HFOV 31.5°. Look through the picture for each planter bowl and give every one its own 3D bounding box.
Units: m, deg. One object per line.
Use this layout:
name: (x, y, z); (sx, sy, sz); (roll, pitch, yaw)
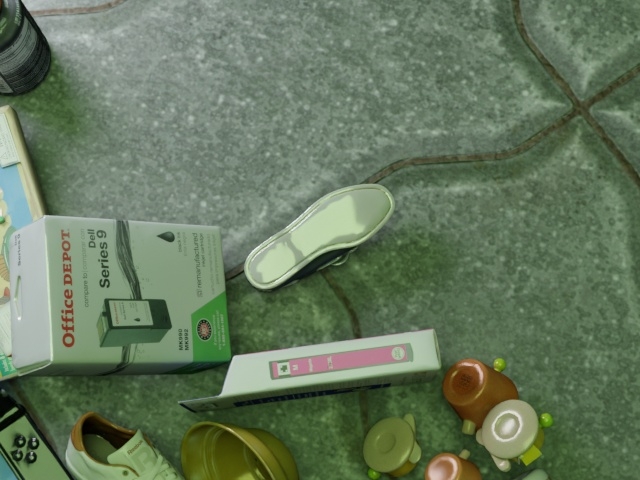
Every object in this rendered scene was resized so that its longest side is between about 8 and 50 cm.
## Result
planter bowl: (-0.096, 0.340, 1.639); (0.090, 0.217, 0.217); (-28, 76, -41)

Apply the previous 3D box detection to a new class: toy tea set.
toy tea set: (0.185, 0.321, 1.655); (0.336, 0.124, 0.200); (-38, 44, 11)

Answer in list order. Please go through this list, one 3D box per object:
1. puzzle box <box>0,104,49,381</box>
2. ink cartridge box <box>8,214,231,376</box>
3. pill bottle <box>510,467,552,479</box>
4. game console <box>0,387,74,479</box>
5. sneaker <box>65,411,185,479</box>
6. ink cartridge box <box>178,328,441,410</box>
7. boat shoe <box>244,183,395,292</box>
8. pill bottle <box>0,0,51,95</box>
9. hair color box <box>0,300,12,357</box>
puzzle box: (-0.543, 0.023, 1.740); (0.272, 0.052, 0.409); (-19, 84, -2)
ink cartridge box: (-0.286, 0.084, 1.634); (0.289, 0.121, 0.211); (3, 75, -38)
pill bottle: (0.322, 0.468, 1.594); (0.153, 0.153, 0.264); (-32, 78, -6)
game console: (-0.544, 0.351, 1.627); (0.293, 0.173, 0.250); (-37, 79, -6)
sneaker: (-0.248, 0.351, 1.622); (0.290, 0.123, 0.106); (31, 47, 14)
ink cartridge box: (-0.015, 0.194, 1.650); (0.371, 0.176, 0.069); (-10, 77, -1)
boat shoe: (0.000, 0.000, 1.744); (0.254, 0.079, 0.095); (-36, 82, -4)
pill bottle: (-0.504, -0.322, 1.740); (0.130, 0.245, 0.130); (0, 77, 1)
hair color box: (-0.418, 0.107, 1.685); (0.141, 0.043, 0.072); (-31, 86, -4)
